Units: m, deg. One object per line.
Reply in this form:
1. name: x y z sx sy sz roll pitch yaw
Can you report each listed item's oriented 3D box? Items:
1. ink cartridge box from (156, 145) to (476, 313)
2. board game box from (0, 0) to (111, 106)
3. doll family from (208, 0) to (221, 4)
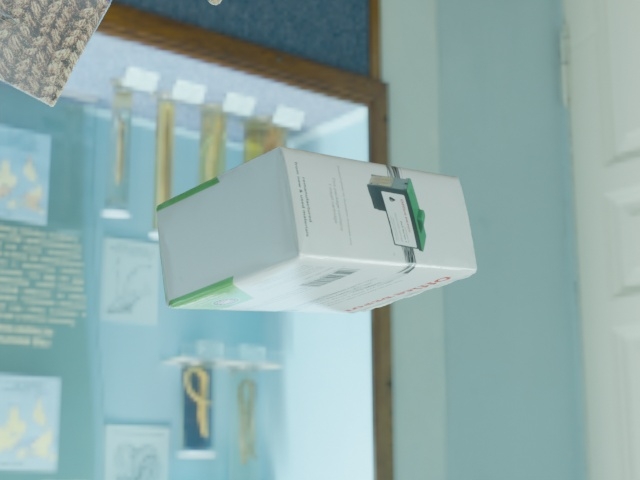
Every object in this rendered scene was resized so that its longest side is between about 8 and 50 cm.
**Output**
1. ink cartridge box: 0.000 0.000 0.952 0.160 0.092 0.219 -21 162 41
2. board game box: -0.365 -0.315 1.339 0.232 0.141 0.291 28 -158 -15
3. doll family: -0.063 -0.299 0.831 0.163 0.263 0.118 -2 -161 -21
